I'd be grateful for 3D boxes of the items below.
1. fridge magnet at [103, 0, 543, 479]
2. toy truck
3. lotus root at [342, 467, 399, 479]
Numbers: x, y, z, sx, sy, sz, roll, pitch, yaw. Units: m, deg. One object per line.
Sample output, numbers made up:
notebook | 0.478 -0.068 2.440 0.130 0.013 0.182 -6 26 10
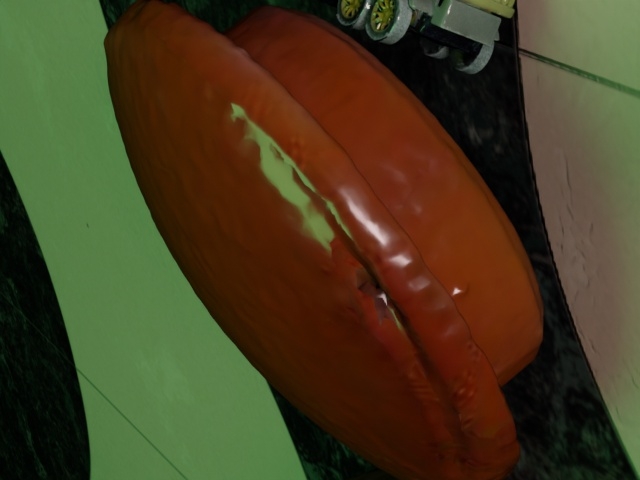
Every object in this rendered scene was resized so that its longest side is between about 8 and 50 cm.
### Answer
fridge magnet | 0.000 0.000 0.939 0.363 0.155 0.363 49 168 14
toy truck | 0.048 -0.164 0.874 0.169 0.077 0.100 38 108 54
lotus root | 0.069 0.344 1.051 0.375 0.111 0.391 -103 -1 -64
